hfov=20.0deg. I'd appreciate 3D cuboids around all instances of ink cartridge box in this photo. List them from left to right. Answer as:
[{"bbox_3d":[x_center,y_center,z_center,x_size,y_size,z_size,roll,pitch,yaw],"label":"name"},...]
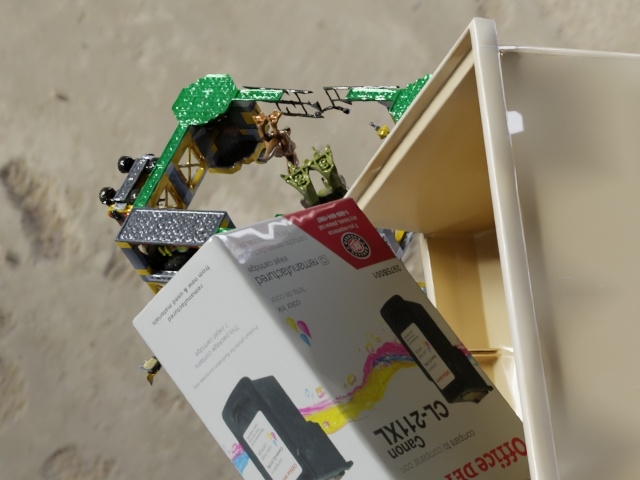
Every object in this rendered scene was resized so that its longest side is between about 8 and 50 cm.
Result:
[{"bbox_3d":[0.014,0.075,0.883,0.175,0.072,0.127,52,32,13],"label":"ink cartridge box"}]

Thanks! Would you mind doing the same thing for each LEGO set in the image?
[{"bbox_3d":[0.000,0.000,1.516,0.331,0.192,0.255,-3,49,27],"label":"LEGO set"}]

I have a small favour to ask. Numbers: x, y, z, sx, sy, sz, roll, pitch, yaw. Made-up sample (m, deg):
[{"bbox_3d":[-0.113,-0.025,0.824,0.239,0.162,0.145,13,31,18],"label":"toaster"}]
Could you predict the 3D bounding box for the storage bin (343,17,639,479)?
[{"bbox_3d":[0.107,0.061,0.965,0.123,0.260,0.262,0,68,-17],"label":"storage bin"}]
